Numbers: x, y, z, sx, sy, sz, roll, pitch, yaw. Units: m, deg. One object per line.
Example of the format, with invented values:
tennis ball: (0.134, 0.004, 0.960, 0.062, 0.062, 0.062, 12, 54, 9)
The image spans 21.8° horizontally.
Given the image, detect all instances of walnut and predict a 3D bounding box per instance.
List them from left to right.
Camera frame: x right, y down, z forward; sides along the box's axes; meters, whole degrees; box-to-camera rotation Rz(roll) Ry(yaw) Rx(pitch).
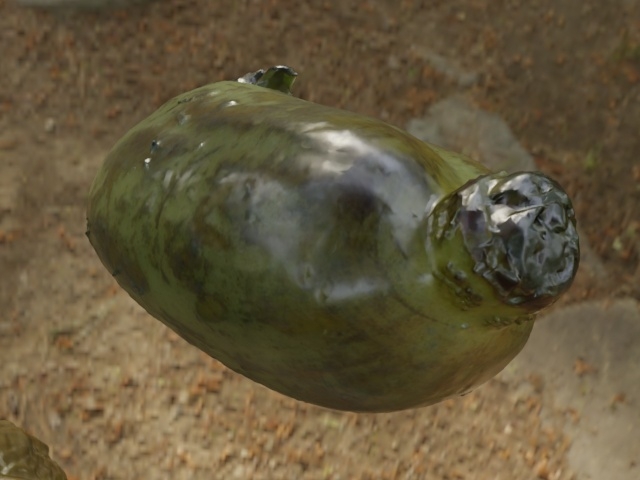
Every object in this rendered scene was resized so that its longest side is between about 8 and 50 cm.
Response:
walnut: (-0.154, 0.126, 0.775, 0.082, 0.096, 0.079, -14, 64, 11)

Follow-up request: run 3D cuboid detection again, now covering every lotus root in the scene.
lotus root: (0.000, 0.000, 0.793, 0.173, 0.173, 0.309, -26, 22, -26)
